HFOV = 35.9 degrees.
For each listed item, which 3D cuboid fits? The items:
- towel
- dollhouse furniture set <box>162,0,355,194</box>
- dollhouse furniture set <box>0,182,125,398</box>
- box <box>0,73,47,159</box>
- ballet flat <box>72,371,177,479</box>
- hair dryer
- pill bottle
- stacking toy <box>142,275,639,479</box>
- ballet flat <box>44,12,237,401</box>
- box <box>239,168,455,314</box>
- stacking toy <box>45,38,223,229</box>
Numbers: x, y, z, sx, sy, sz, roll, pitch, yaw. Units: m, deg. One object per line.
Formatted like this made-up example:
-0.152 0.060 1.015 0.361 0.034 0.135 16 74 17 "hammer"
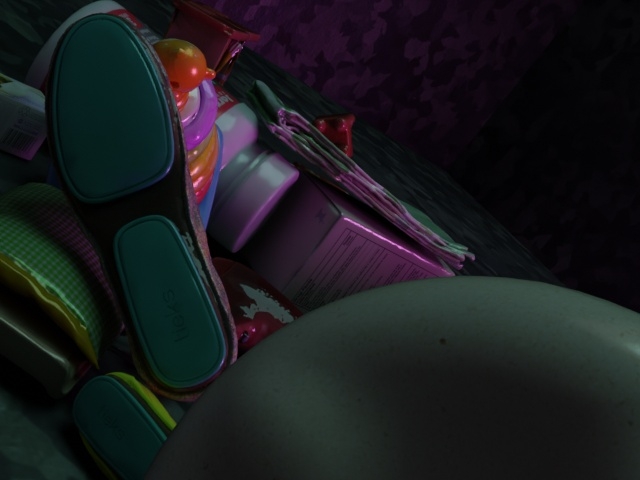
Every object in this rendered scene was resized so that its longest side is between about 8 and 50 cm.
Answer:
0.046 -0.091 1.311 0.325 0.038 0.248 35 7 -20 "towel"
-0.096 -0.194 1.525 0.374 0.201 0.152 32 13 4 "dollhouse furniture set"
-0.245 -0.050 0.757 0.301 0.151 0.197 36 27 -5 "dollhouse furniture set"
-0.415 -0.169 0.985 0.324 0.067 0.063 21 20 -48 "box"
-0.091 0.179 0.675 0.231 0.077 0.077 45 -1 36 "ballet flat"
-0.100 0.094 0.961 0.293 0.080 0.223 19 31 -29 "hair dryer"
-0.188 -0.132 1.210 0.318 0.176 0.176 39 13 3 "pill bottle"
0.132 0.226 0.583 0.350 0.350 0.480 45 8 26 "stacking toy"
-0.144 -0.022 0.789 0.106 0.107 0.316 98 -22 -79 "ballet flat"
0.037 0.032 1.312 0.232 0.148 0.127 27 16 -39 "box"
-0.158 -0.116 0.930 0.175 0.166 0.302 14 -20 -13 "stacking toy"
